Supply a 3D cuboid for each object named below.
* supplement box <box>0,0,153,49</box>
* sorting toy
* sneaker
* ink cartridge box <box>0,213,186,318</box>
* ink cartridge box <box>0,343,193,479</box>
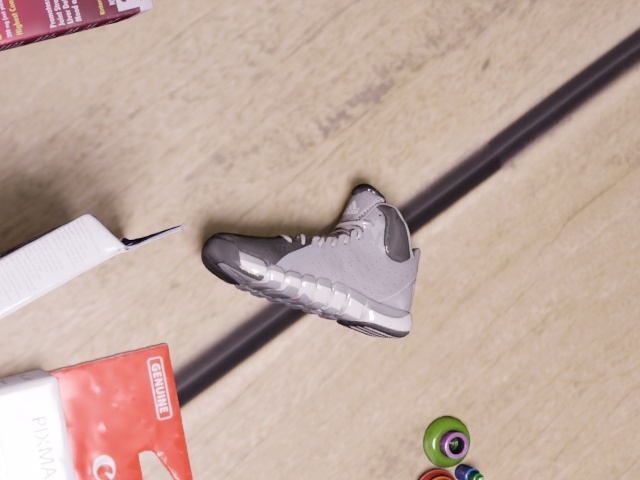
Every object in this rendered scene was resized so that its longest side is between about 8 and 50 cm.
[{"bbox_3d":[-0.276,-0.226,1.148,0.239,0.073,0.130,-19,99,-20],"label":"supplement box"},{"bbox_3d":[0.130,0.227,1.344,0.061,0.042,0.102,16,85,-22],"label":"sorting toy"},{"bbox_3d":[0.000,0.000,1.271,0.228,0.086,0.132,23,78,-32],"label":"sneaker"},{"bbox_3d":[-0.237,0.026,1.088,0.224,0.223,0.045,-28,96,-20],"label":"ink cartridge box"},{"bbox_3d":[-0.215,0.248,1.193,0.238,0.060,0.275,-12,96,-21],"label":"ink cartridge box"}]
